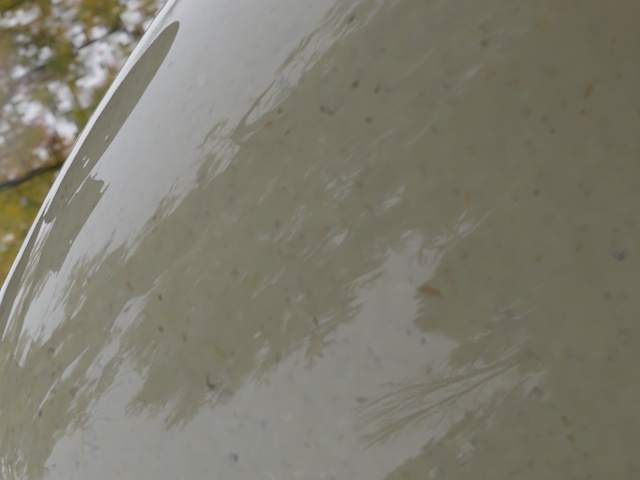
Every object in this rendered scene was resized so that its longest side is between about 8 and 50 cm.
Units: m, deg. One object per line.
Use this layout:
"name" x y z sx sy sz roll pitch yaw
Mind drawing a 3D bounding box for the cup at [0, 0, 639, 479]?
"cup" 0.034 0.041 0.540 0.331 0.237 0.331 55 -173 -10
